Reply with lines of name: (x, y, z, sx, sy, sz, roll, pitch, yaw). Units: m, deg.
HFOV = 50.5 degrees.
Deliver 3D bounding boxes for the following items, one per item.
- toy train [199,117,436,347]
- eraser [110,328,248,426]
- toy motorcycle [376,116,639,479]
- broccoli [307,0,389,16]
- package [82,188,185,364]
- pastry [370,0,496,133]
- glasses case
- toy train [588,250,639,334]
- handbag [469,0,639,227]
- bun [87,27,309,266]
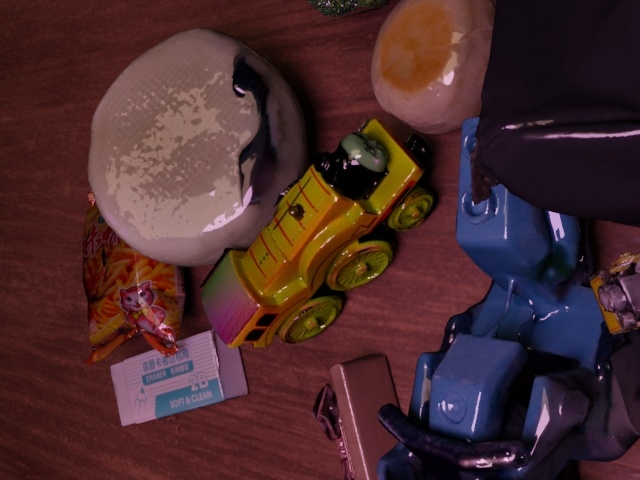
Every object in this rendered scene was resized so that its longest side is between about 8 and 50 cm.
toy train: (0.000, 0.000, 0.735, 0.296, 0.160, 0.100, -52, 54, 24)
eraser: (-0.202, 0.192, 0.949, 0.225, 0.052, 0.095, -22, 78, 34)
toy motorcycle: (0.156, 0.094, 0.563, 0.172, 0.232, 0.416, 6, 92, 49)
broccoli: (0.050, -0.317, 0.703, 0.195, 0.156, 0.195, -13, 69, 35)
package: (-0.272, 0.033, 0.979, 0.223, 0.108, 0.288, -16, 71, 42)
pastry: (0.116, -0.187, 0.693, 0.156, 0.092, 0.156, -8, 77, 40)
glasses case: (0.038, 0.227, 0.734, 0.070, 0.102, 0.193, -25, 74, 41)
toy train: (0.298, 0.019, 0.502, 0.202, 0.081, 0.060, -17, 74, -2)
handbag: (0.260, -0.135, 0.484, 0.275, 0.178, 0.302, -17, 44, 36)
bun: (-0.137, -0.102, 0.840, 0.283, 0.179, 0.283, -2, 83, 16)
